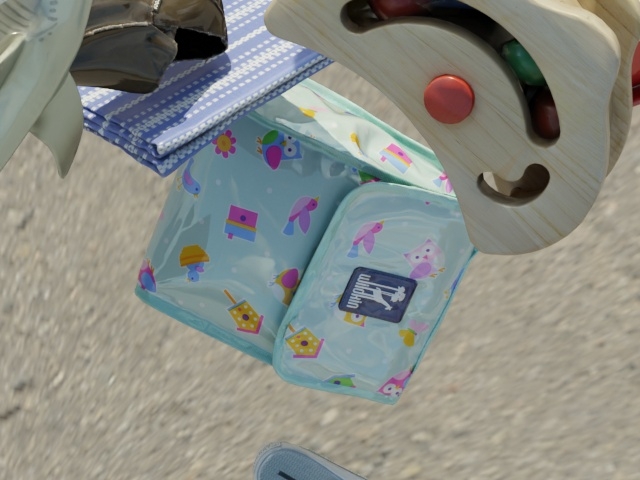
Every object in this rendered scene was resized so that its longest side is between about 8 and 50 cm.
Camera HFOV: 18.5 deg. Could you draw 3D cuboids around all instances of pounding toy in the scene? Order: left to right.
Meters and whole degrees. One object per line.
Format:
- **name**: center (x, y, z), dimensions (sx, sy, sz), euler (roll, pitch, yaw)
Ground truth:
- **pounding toy**: center (0.114, -0.099, 1.136), dimensions (0.269, 0.154, 0.155), euler (30, 32, 6)

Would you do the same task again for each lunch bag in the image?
- **lunch bag**: center (0.000, 0.000, 1.718), dimensions (0.262, 0.160, 0.223), euler (29, 113, 12)

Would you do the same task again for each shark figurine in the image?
- **shark figurine**: center (-0.207, -0.056, 0.953), dimensions (0.116, 0.166, 0.278), euler (25, 55, 15)

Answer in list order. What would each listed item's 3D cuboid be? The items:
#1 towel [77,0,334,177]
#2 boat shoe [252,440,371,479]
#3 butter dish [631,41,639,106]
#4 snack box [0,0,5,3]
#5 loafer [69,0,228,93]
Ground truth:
- **towel**: center (-0.135, -0.165, 1.599), dimensions (0.243, 0.336, 0.040), euler (-34, 130, -27)
- **boat shoe**: center (0.037, 0.250, 1.820), dimensions (0.226, 0.076, 0.083), euler (39, 95, -10)
- **butter dish**: center (0.216, -0.188, 1.480), dimensions (0.160, 0.118, 0.160), euler (-20, 60, -19)
- **snack box**: center (-0.037, -0.135, 0.397), dimensions (0.322, 0.187, 0.060), euler (-29, 77, 2)
- **loafer**: center (-0.141, -0.144, 1.432), dimensions (0.220, 0.080, 0.078), euler (-27, 81, -42)
